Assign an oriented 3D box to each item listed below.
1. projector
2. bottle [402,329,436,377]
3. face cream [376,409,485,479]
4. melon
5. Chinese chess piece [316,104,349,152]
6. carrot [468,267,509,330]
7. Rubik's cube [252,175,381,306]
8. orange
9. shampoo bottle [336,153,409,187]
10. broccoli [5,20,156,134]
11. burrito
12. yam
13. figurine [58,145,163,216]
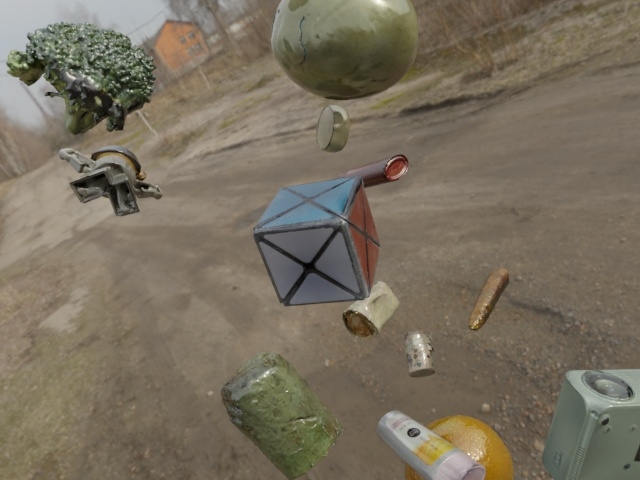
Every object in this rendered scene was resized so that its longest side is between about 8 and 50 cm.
[{"bbox_3d":[0.543,0.336,0.885,0.251,0.198,0.108,2,21,-7],"label":"projector"},{"bbox_3d":[0.319,0.360,1.633,0.099,0.099,0.152,-21,55,24],"label":"bottle"},{"bbox_3d":[0.246,0.490,1.163,0.107,0.073,0.269,-29,24,-23],"label":"face cream"},{"bbox_3d":[0.047,-0.446,1.112,0.331,0.268,0.268,0,28,7],"label":"melon"},{"bbox_3d":[0.032,-0.289,1.306,0.051,0.122,0.122,3,10,-23],"label":"Chinese chess piece"},{"bbox_3d":[0.495,0.175,1.494,0.066,0.066,0.314,-11,20,41],"label":"carrot"},{"bbox_3d":[0.000,0.000,1.339,0.260,0.254,0.259,-9,28,18],"label":"Rubik's cube"},{"bbox_3d":[0.352,0.589,1.290,0.274,0.274,0.274,-27,22,12],"label":"orange"},{"bbox_3d":[0.141,-0.192,1.486,0.102,0.064,0.260,-39,16,-27],"label":"shampoo bottle"},{"bbox_3d":[-0.482,-0.305,1.029,0.263,0.246,0.243,-14,-18,-38],"label":"broccoli"},{"bbox_3d":[0.184,0.258,1.829,0.105,0.143,0.299,-19,7,33],"label":"burrito"},{"bbox_3d":[-0.099,0.421,1.232,0.195,0.300,0.195,-39,9,8],"label":"yam"},{"bbox_3d":[-0.616,-0.194,1.504,0.143,0.308,0.308,-39,20,12],"label":"figurine"}]
